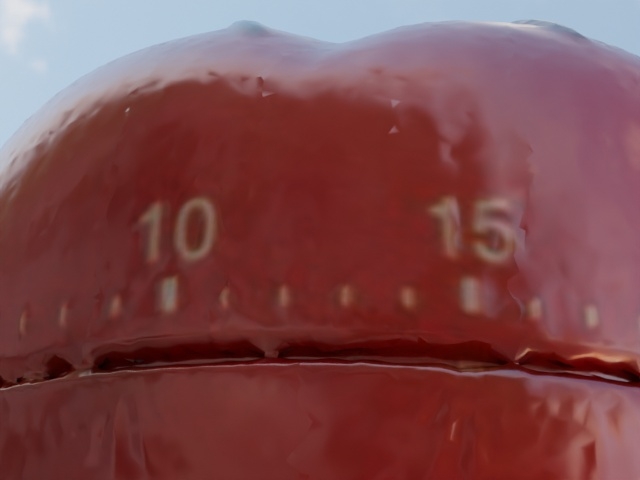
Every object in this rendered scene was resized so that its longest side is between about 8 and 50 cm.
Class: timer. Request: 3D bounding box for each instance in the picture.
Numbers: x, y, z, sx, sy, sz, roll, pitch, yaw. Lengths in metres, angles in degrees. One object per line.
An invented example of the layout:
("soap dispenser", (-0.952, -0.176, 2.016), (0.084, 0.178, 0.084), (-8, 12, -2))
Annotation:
("timer", (0.025, 0.083, 0.742), (0.378, 0.378, 0.279), (-21, -118, 50))
